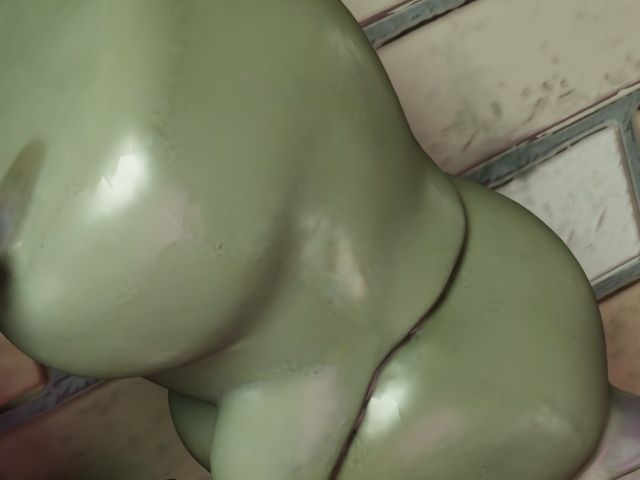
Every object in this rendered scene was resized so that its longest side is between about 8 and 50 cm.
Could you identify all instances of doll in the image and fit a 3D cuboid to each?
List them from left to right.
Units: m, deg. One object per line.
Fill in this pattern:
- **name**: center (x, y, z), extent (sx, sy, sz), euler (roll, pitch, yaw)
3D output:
- **doll**: center (-0.024, 0.011, 0.815), extent (0.226, 0.215, 0.370), euler (-53, 122, -20)

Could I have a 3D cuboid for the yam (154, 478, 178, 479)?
- **yam**: center (-0.146, 0.264, 0.853), extent (0.300, 0.195, 0.195), euler (-32, 120, -15)
